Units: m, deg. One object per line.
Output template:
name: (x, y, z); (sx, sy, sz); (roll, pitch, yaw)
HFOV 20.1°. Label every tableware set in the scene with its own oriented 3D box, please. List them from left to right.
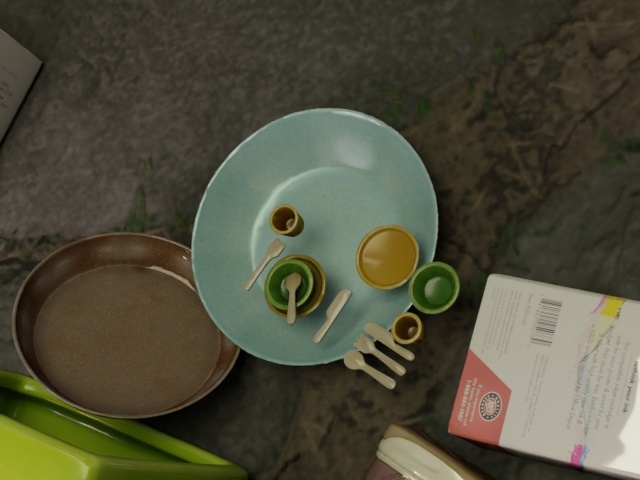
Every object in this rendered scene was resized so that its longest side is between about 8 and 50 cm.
tableware set: (0.020, 0.027, 1.272); (0.154, 0.024, 0.104); (34, 89, 28)

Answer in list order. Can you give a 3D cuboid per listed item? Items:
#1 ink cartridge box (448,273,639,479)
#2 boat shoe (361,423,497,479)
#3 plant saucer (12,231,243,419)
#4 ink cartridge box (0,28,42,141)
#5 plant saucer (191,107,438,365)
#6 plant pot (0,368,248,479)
ink cartridge box: (0.197, 0.099, 1.193); (0.198, 0.067, 0.115); (12, 80, 27)
boat shoe: (0.131, 0.228, 1.169); (0.285, 0.103, 0.092); (36, 96, 31)
plant saucer: (-0.142, 0.067, 1.328); (0.168, 0.029, 0.168); (4, 52, -5)
ink cartridge box: (-0.342, -0.097, 1.469); (0.148, 0.086, 0.203); (26, 85, 27)
plant saucer: (0.000, 0.000, 1.323); (0.195, 0.037, 0.195); (-7, 73, 22)
plant pot: (-0.219, 0.213, 1.254); (0.227, 0.228, 0.207); (20, 89, 26)
